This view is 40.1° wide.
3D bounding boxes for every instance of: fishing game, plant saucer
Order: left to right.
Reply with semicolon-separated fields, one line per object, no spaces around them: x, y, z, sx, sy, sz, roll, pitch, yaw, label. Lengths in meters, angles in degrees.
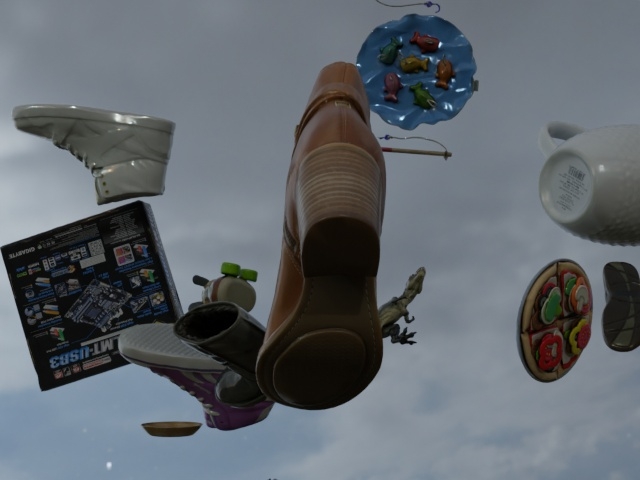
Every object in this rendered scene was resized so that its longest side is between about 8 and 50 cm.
-0.201;0.255;1.185;0.083;0.015;0.083;0;-6;0;plant saucer
0.147;-0.258;1.332;0.189;0.264;0.041;6;-5;2;fishing game

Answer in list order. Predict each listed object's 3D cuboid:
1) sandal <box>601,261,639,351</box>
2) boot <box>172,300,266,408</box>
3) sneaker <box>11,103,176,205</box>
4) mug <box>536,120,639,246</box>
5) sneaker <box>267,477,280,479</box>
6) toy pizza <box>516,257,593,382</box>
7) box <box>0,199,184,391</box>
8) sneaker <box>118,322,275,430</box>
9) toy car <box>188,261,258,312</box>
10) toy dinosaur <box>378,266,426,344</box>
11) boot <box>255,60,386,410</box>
0.566;0.130;1.656;0.090;0.219;0.060;5;-47;5;sandal
-0.120;0.155;1.159;0.190;0.076;0.208;-25;-30;25;boot
-0.418;-0.151;1.585;0.292;0.169;0.108;7;-2;-4;sneaker
0.640;-0.152;1.981;0.328;0.374;0.276;-2;-49;-31;mug
-0.056;0.459;1.483;0.085;0.086;0.237;20;-19;16;sneaker
0.381;0.129;1.388;0.201;0.201;0.032;24;-8;-40;toy pizza
-0.430;0.106;1.684;0.295;0.293;0.073;-19;-3;1;box
-0.199;0.234;1.419;0.282;0.102;0.161;14;-68;-16;sneaker
-0.278;0.142;2.321;0.188;0.155;0.149;2;-13;35;toy car
0.096;0.157;1.507;0.268;0.118;0.064;-37;-68;1;toy dinosaur
0.000;0.000;0.795;0.109;0.220;0.283;1;-47;-1;boot
